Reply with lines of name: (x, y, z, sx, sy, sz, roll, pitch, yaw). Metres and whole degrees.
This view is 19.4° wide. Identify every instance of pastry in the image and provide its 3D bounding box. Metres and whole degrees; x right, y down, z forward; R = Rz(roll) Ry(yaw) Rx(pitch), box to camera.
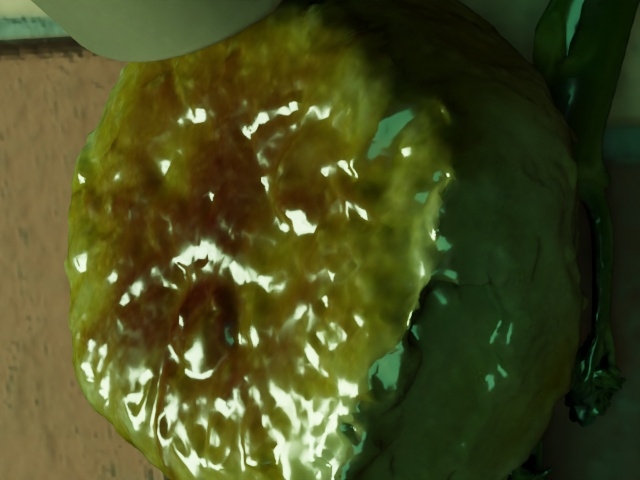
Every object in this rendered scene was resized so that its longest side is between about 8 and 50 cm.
pastry: (0.000, 0.000, 0.603, 0.192, 0.093, 0.182, 36, 109, 45)

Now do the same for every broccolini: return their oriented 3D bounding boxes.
broccolini: (0.106, -0.042, 0.616, 0.079, 0.074, 0.392, 39, 113, 50)

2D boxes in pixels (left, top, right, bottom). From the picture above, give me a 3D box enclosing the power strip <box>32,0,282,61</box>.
power strip: (-0.048, -0.137, 0.587, 0.154, 0.154, 0.078, -30, 133, 19)
